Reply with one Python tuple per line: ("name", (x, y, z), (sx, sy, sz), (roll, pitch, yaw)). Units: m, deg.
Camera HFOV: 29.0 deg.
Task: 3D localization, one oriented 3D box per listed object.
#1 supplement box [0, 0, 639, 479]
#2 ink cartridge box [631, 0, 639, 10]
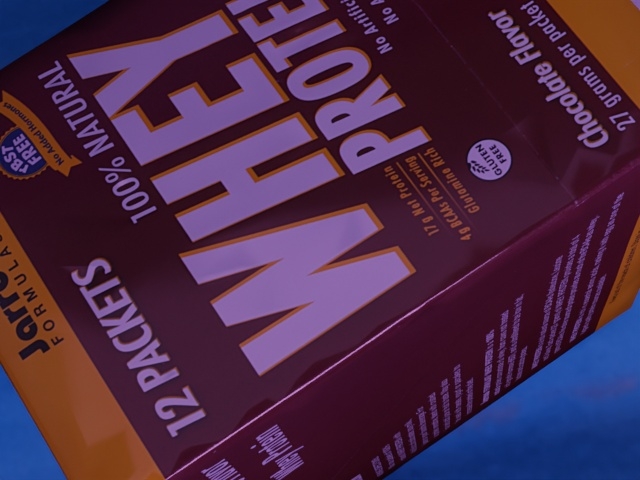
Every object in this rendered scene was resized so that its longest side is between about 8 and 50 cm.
("supplement box", (0.000, 0.000, 0.416), (0.194, 0.191, 0.129), (-34, 71, -6))
("ink cartridge box", (0.140, -0.177, 0.533), (0.109, 0.063, 0.150), (30, 77, 15))
